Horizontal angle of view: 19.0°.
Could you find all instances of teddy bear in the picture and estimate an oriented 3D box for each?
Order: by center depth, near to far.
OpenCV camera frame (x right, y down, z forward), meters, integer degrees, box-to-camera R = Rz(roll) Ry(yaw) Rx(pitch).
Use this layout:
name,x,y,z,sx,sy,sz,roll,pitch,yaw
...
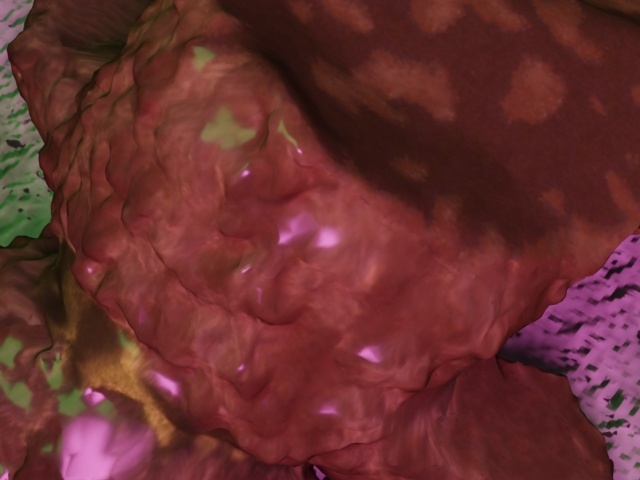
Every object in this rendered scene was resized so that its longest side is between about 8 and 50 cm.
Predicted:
name,x,y,z,sx,sy,sz,roll,pitch,yaw
teddy bear,0.005,-0.004,0.610,0.246,0.222,0.296,44,50,3
